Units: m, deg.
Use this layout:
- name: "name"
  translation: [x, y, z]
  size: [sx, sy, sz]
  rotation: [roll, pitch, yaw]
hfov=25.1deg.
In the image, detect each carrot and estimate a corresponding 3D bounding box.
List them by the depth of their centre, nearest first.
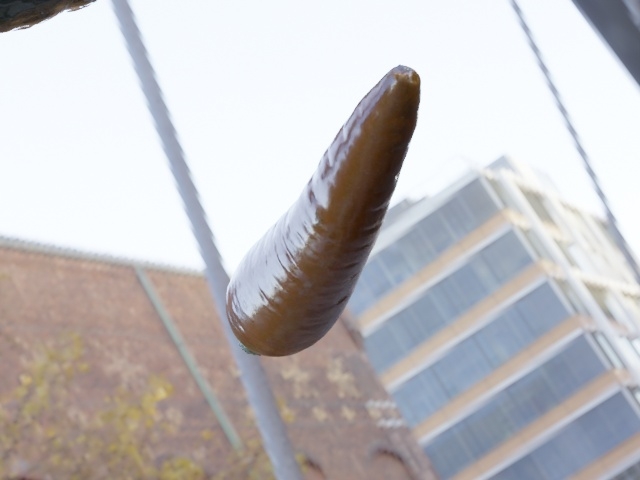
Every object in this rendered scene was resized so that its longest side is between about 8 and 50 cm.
- name: "carrot"
  translation: [0.000, 0.000, 0.399]
  size: [0.035, 0.035, 0.142]
  rotation: [-21, -19, -28]

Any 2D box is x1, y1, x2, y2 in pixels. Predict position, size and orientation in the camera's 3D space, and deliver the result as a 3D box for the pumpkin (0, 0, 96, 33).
- name: "pumpkin"
  translation: [-0.208, -0.258, 0.864]
  size: [0.300, 0.300, 0.207]
  rotation: [-25, -25, -18]
